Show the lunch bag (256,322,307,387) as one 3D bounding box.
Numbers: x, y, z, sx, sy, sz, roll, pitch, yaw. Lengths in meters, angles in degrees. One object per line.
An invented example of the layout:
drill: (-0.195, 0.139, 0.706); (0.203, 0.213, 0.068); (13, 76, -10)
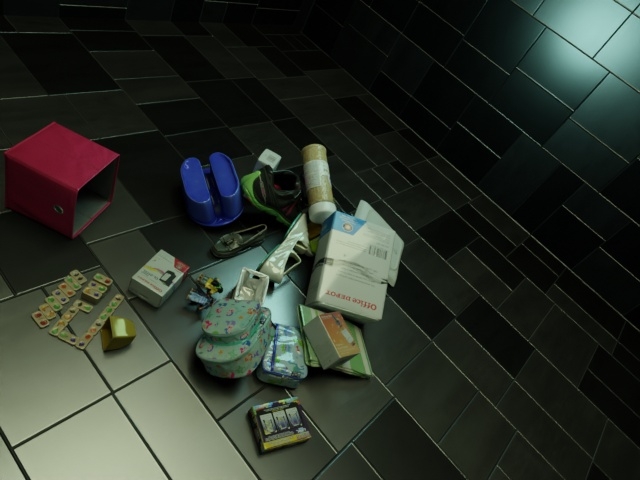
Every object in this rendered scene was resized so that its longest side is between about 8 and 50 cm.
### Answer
lunch bag: (-0.134, 0.403, 1.693); (0.176, 0.090, 0.218); (18, 41, -12)

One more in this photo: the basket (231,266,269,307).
basket: (-0.271, 0.204, 1.795); (0.114, 0.103, 0.167); (22, 40, -13)

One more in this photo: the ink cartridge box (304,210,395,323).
ink cartridge box: (0.124, 0.118, 1.975); (0.286, 0.166, 0.394); (19, 68, -15)

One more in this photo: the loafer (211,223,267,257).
loafer: (-0.334, -0.010, 1.987); (0.268, 0.084, 0.096); (-23, 65, -45)

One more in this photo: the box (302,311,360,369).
box: (0.040, 0.352, 1.697); (0.130, 0.091, 0.170); (1, 54, -52)

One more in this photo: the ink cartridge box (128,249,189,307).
ink cartridge box: (-0.570, 0.134, 1.697); (0.128, 0.072, 0.175); (32, 39, -1)

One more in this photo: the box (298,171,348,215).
box: (0.019, -0.209, 2.329); (0.216, 0.060, 0.270); (53, 9, 25)

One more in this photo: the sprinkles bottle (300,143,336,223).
sprinkles bottle: (-0.011, -0.256, 2.136); (0.121, 0.121, 0.354); (6, 63, -29)

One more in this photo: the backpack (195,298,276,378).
backpack: (-0.285, 0.320, 1.580); (0.226, 0.191, 0.253); (2, 43, 21)

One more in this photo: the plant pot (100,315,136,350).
plant pot: (-0.628, 0.290, 1.498); (0.083, 0.081, 0.081); (9, 44, -42)

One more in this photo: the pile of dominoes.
pile of dominoes: (-0.769, 0.203, 1.524); (0.196, 0.040, 0.251); (28, 39, -6)

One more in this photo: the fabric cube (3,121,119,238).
fabric cube: (-0.910, -0.213, 1.691); (0.258, 0.254, 0.259); (28, 40, -6)

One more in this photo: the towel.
towel: (0.055, 0.387, 1.805); (0.325, 0.038, 0.247); (24, 38, -36)

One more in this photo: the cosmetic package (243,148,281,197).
cosmetic package: (-0.270, -0.293, 2.203); (0.086, 0.231, 0.117); (30, 39, -4)

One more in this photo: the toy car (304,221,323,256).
toy car: (0.000, 0.000, 2.169); (0.136, 0.159, 0.181); (46, 21, -48)

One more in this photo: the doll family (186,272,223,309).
doll family: (-0.413, 0.190, 1.747); (0.112, 0.076, 0.192); (30, 44, -10)

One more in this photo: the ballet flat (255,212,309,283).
ballet flat: (-0.127, 0.041, 2.030); (0.139, 0.139, 0.400); (33, 47, 1)

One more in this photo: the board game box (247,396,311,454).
board game box: (-0.131, 0.590, 1.534); (0.171, 0.048, 0.141); (0, 51, -33)

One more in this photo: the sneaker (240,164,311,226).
sneaker: (-0.140, -0.195, 2.141); (0.483, 0.202, 0.185); (22, 37, -56)

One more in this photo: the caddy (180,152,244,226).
caddy: (-0.464, -0.212, 2.046); (0.242, 0.179, 0.341); (-15, 55, -13)

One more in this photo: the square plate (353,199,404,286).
square plate: (0.285, 0.000, 2.319); (0.344, 0.049, 0.347); (45, 37, -16)
